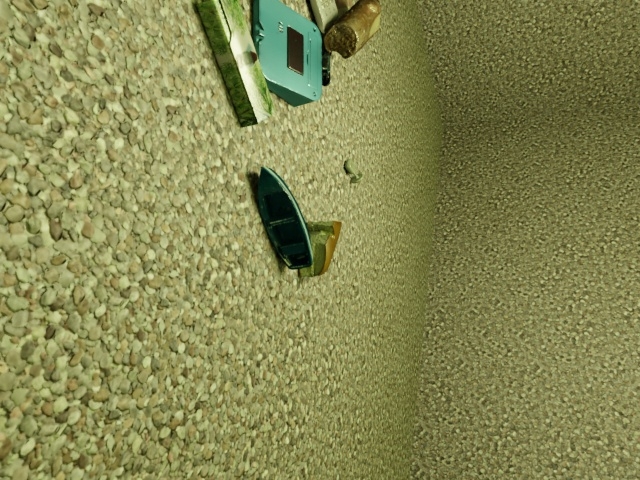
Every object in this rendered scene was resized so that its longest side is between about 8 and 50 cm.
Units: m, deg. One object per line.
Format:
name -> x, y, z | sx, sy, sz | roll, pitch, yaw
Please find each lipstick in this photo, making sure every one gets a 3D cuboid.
lipstick -> 0.081, -0.873, 1.641 | 0.070, 0.070, 0.255 | -25, 110, -64

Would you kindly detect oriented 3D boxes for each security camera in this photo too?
security camera -> 0.120, -0.266, 1.707 | 0.092, 0.058, 0.058 | 53, 40, -32

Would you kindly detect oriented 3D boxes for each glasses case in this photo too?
glasses case -> -0.184, -0.408, 1.027 | 0.095, 0.062, 0.273 | -62, 141, -49

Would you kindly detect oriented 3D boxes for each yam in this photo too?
yam -> 0.116, -0.723, 1.531 | 0.238, 0.127, 0.129 | -53, 127, -35

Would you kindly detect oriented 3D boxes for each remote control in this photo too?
remote control -> -0.025, -0.833, 1.435 | 0.109, 0.054, 0.313 | -53, 132, -39

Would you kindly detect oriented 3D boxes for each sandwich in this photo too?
sandwich -> 0.000, 0.000, 1.354 | 0.245, 0.089, 0.089 | -67, 148, -44

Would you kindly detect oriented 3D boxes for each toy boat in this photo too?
toy boat -> -0.093, -0.061, 1.158 | 0.062, 0.095, 0.300 | -73, 149, -57

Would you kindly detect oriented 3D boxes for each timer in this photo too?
timer -> -0.103, -0.512, 1.234 | 0.249, 0.091, 0.232 | 7, 82, -53

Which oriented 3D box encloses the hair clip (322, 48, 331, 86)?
hair clip -> 0.028, -0.628, 1.542 | 0.070, 0.039, 0.230 | 57, 37, -46
